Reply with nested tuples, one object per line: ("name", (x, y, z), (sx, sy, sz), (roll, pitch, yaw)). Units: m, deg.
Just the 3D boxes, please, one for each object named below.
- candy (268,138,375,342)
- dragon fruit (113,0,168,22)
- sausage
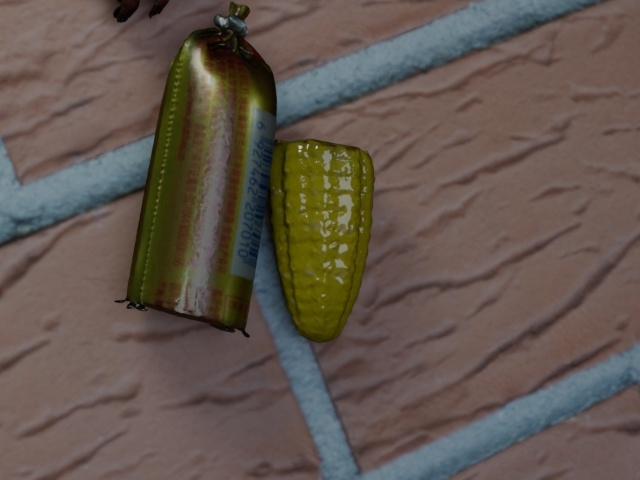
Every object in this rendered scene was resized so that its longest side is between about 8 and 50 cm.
("candy", (0.000, 0.000, 1.695), (0.106, 0.094, 0.199), (1, 94, 15))
("dragon fruit", (-0.172, -0.288, 1.631), (0.142, 0.130, 0.121), (34, 45, -15))
("sausage", (-0.109, -0.074, 1.645), (0.125, 0.117, 0.317), (10, 84, -21))
